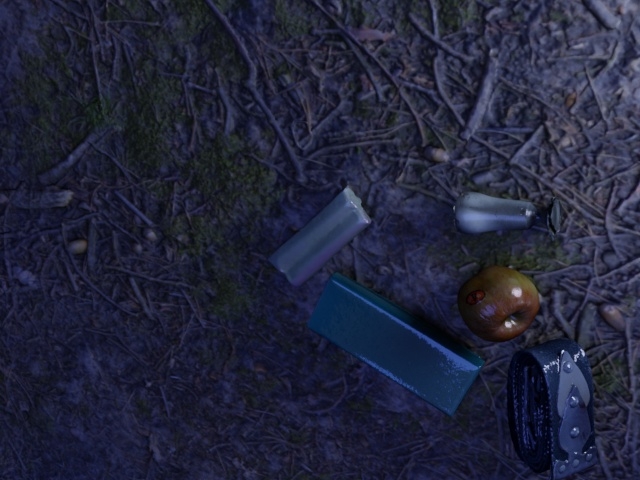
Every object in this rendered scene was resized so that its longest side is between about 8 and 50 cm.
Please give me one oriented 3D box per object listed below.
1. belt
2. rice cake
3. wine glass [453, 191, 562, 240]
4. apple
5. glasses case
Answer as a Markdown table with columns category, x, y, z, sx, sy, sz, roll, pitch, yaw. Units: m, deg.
| category | x | y | z | sx | sy | sz | roll | pitch | yaw |
| --- | --- | --- | --- | --- | --- | --- | --- | --- | --- |
| belt | 0.382 | 0.261 | 1.621 | 0.122 | 0.128 | 0.218 | 28 | 129 | 59 |
| rice cake | 0.000 | -0.001 | 1.744 | 0.080 | 0.042 | 0.221 | 49 | 124 | 2 |
| wine glass | 0.291 | -0.038 | 1.558 | 0.155 | 0.072 | 0.072 | 4 | 114 | 26 |
| apple | 0.283 | 0.100 | 1.600 | 0.102 | 0.126 | 0.126 | 59 | 138 | 47 |
| glasses case | 0.132 | 0.173 | 1.742 | 0.301 | 0.070 | 0.117 | 32 | 117 | 13 |
